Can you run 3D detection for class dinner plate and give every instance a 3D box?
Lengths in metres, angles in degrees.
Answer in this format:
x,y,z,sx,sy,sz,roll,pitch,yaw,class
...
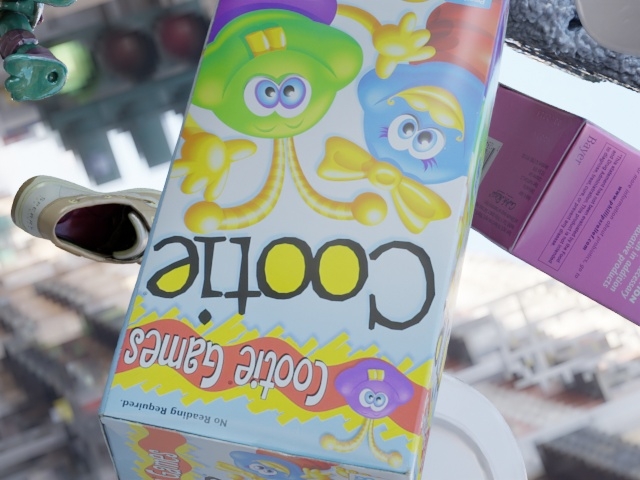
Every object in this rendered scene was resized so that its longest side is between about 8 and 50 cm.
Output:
x,y,z,sx,sy,sz,roll,pitch,yaw,class
0.048,0.136,1.024,0.017,0.141,0.141,-15,-85,68,dinner plate

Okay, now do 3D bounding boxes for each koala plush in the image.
x,y,z,sx,sy,sz,roll,pitch,yaw,class
0.193,-0.234,1.390,0.221,0.203,0.196,-69,-156,5,koala plush

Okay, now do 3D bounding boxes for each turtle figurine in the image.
x,y,z,sx,sy,sz,roll,pitch,yaw,class
-0.276,-0.200,1.599,0.234,0.118,0.175,29,-48,49,turtle figurine

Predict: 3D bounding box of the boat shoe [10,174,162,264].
x,y,z,sx,sy,sz,roll,pitch,yaw,class
-0.118,-0.005,1.168,0.045,0.135,0.050,36,-68,45,boat shoe

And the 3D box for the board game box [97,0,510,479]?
x,y,z,sx,sy,sz,roll,pitch,yaw,class
0.000,0.000,0.964,0.144,0.142,0.275,89,13,-63,board game box

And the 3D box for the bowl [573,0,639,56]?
x,y,z,sx,sy,sz,roll,pitch,yaw,class
0.159,-0.139,0.731,0.142,0.053,0.142,9,-64,44,bowl

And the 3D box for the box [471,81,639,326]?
x,y,z,sx,sy,sz,roll,pitch,yaw,class
0.238,-0.008,1.563,0.243,0.117,0.213,28,4,-18,box
